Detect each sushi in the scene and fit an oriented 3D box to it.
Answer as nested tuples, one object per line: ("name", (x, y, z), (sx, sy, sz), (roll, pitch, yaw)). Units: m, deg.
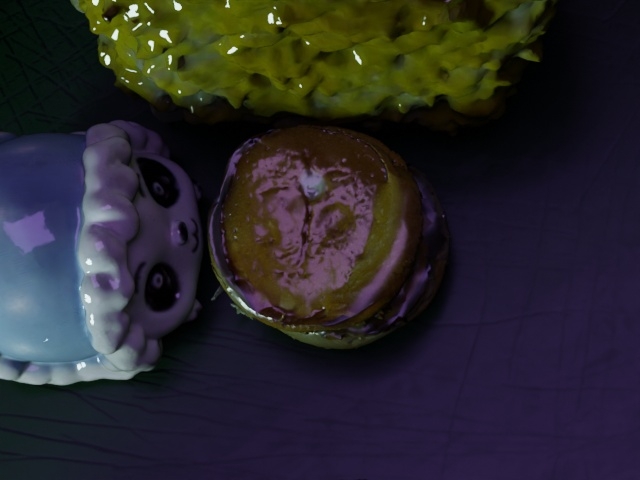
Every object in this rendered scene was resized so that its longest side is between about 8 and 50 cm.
("sushi", (-0.009, -0.275, 1.217), (0.397, 0.240, 0.351), (1, 67, -8))

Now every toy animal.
("toy animal", (-0.196, -0.001, 1.242), (0.204, 0.156, 0.208), (-3, 76, 13))

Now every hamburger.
("hamburger", (0.000, 0.000, 1.235), (0.185, 0.113, 0.177), (-31, 75, 8))

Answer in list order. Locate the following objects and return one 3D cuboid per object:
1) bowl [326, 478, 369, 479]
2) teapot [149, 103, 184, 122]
("bowl", (0.020, 0.264, 1.112), (0.211, 0.211, 0.112), (8, 114, 13))
("teapot", (-0.126, -0.207, 1.335), (0.107, 0.077, 0.200), (-25, 70, -2))
